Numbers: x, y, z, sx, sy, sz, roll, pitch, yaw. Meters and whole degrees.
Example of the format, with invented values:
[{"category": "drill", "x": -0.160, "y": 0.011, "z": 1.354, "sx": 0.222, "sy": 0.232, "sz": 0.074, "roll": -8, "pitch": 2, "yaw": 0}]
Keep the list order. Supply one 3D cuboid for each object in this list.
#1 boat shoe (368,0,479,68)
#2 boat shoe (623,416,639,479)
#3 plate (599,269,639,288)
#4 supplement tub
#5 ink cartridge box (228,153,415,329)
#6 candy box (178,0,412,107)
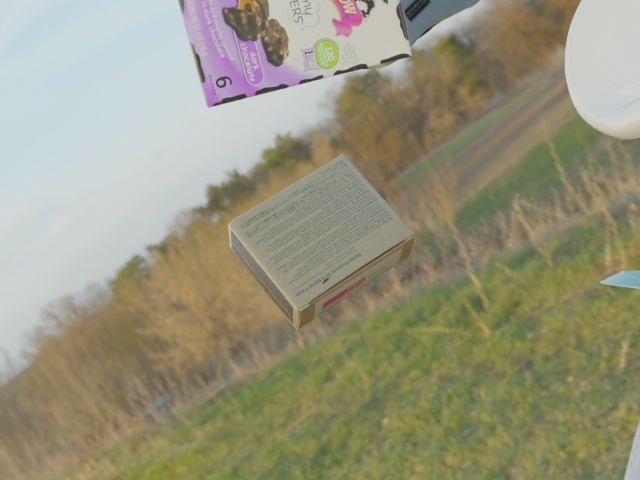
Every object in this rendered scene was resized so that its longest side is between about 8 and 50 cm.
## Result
[{"category": "boat shoe", "x": 0.102, "y": -0.260, "z": 1.272, "sx": 0.228, "sy": 0.080, "sz": 0.076, "roll": -47, "pitch": 21, "yaw": -27}, {"category": "boat shoe", "x": 0.206, "y": 0.126, "z": 0.505, "sx": 0.121, "sy": 0.119, "sz": 0.335, "roll": 144, "pitch": 151, "yaw": -80}, {"category": "plate", "x": 0.518, "y": 0.061, "z": 1.715, "sx": 0.188, "sy": 0.024, "sz": 0.188, "roll": 4, "pitch": 2, "yaw": 0}, {"category": "supplement tub", "x": 0.523, "y": -0.244, "z": 1.538, "sx": 0.325, "sy": 0.235, "sz": 0.235, "roll": 2, "pitch": -18, "yaw": -29}, {"category": "ink cartridge box", "x": 0.000, "y": 0.000, "z": 1.826, "sx": 0.235, "sy": 0.193, "sz": 0.088, "roll": -32, "pitch": -21, "yaw": -19}, {"category": "candy box", "x": -0.028, "y": -0.226, "z": 1.044, "sx": 0.196, "sy": 0.164, "sz": 0.070, "roll": -13, "pitch": 11, "yaw": 6}]
